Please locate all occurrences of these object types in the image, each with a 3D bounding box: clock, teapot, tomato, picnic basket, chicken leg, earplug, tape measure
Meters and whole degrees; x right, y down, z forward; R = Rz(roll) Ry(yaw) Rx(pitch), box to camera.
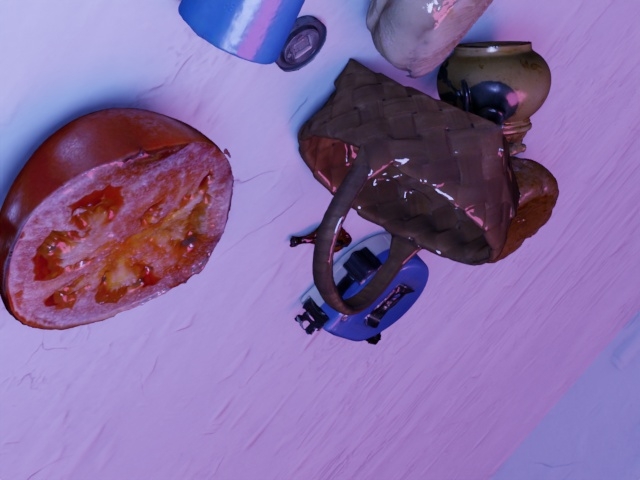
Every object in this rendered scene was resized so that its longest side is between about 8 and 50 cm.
[{"bbox_3d":[-0.029,-0.263,1.863,0.085,0.017,0.085,-32,151,-20],"label":"clock"},{"bbox_3d":[0.268,-0.213,2.142,0.269,0.173,0.182,-48,135,-74],"label":"teapot"},{"bbox_3d":[-0.274,-0.044,1.722,0.338,0.143,0.338,-28,150,-17],"label":"tomato"},{"bbox_3d":[0.090,-0.039,1.979,0.337,0.337,0.293,-39,151,-6],"label":"picnic basket"},{"bbox_3d":[0.004,-0.003,2.275,0.062,0.037,0.145,-37,158,20],"label":"chicken leg"},{"bbox_3d":[-0.045,-0.351,1.603,0.132,0.132,0.273,-1,129,-52],"label":"earplug"},{"bbox_3d":[0.114,0.105,2.509,0.215,0.098,0.351,-47,155,11],"label":"tape measure"}]

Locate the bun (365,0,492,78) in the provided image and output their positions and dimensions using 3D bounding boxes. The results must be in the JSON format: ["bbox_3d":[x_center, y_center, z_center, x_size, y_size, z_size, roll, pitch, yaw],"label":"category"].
[{"bbox_3d":[0.151,-0.336,1.852,0.239,0.141,0.239,-50,175,-6],"label":"bun"}]

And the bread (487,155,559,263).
[{"bbox_3d":[0.317,-0.059,2.506,0.230,0.123,0.230,-32,157,-16],"label":"bread"}]
